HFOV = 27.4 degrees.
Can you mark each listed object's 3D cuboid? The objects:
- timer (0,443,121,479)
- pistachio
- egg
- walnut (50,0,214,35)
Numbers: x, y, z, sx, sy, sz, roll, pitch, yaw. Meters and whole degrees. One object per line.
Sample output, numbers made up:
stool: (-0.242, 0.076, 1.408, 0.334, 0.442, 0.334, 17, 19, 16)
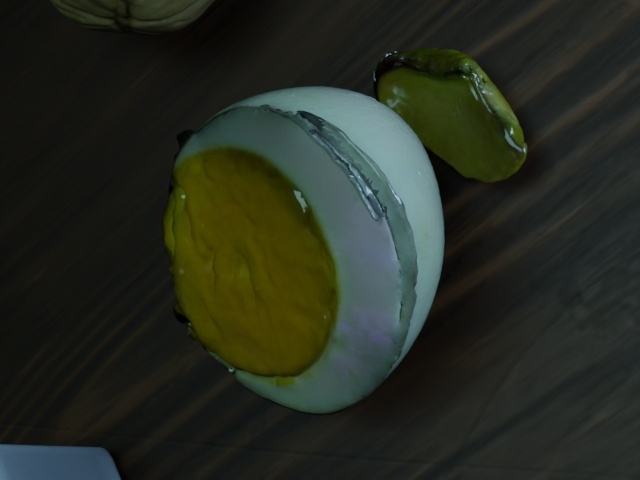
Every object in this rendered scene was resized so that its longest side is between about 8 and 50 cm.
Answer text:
timer: (-0.282, 0.317, 1.213, 0.192, 0.194, 0.195, -36, 65, 20)
pistachio: (0.121, -0.117, 1.147, 0.173, 0.049, 0.089, 38, 123, 27)
egg: (0.004, 0.001, 1.133, 0.264, 0.174, 0.286, 31, 123, 27)
walnut: (-0.179, -0.325, 1.261, 0.225, 0.225, 0.261, -9, 72, 28)
